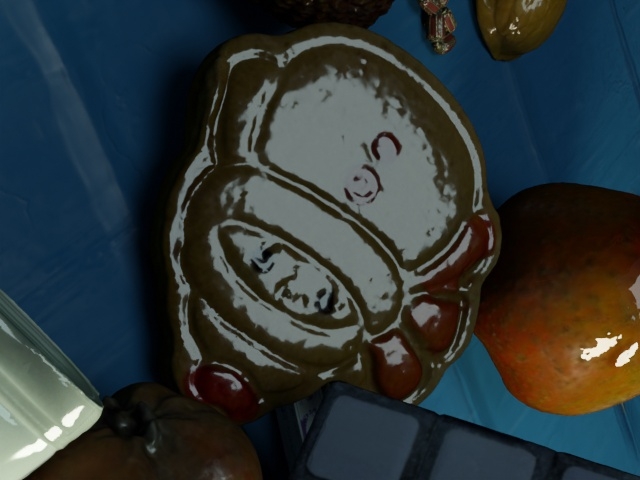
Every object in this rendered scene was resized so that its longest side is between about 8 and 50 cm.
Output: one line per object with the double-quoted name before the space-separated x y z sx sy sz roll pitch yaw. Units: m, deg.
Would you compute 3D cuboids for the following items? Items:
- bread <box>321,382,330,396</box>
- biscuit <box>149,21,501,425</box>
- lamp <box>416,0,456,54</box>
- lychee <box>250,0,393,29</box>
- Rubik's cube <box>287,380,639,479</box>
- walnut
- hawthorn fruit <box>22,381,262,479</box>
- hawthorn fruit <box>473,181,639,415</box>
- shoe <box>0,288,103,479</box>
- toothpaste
"bread" 0.026 0.172 1.194 0.049 0.033 0.088 -35 113 -53
"biscuit" 0.000 0.000 1.060 0.359 0.074 0.381 37 73 -19
"lamp" 0.139 -0.260 1.374 0.063 0.031 0.083 -42 122 -42
"lychee" 0.003 -0.282 1.101 0.194 0.194 0.194 6 82 -50
"Rubik's cube" 0.103 0.344 0.984 0.301 0.303 0.305 77 32 -57
"walnut" 0.269 -0.332 1.491 0.167 0.087 0.211 23 69 -51
"hawthorn fruit" -0.141 0.237 0.885 0.199 0.199 0.251 -20 115 -49
"hawthorn fruit" 0.327 0.060 1.362 0.277 0.298 0.277 20 60 -39
"shoe" -0.315 0.037 0.744 0.160 0.132 0.363 -44 109 -7
"toothpaste" -0.021 0.165 1.133 0.047 0.040 0.196 -24 105 -47
